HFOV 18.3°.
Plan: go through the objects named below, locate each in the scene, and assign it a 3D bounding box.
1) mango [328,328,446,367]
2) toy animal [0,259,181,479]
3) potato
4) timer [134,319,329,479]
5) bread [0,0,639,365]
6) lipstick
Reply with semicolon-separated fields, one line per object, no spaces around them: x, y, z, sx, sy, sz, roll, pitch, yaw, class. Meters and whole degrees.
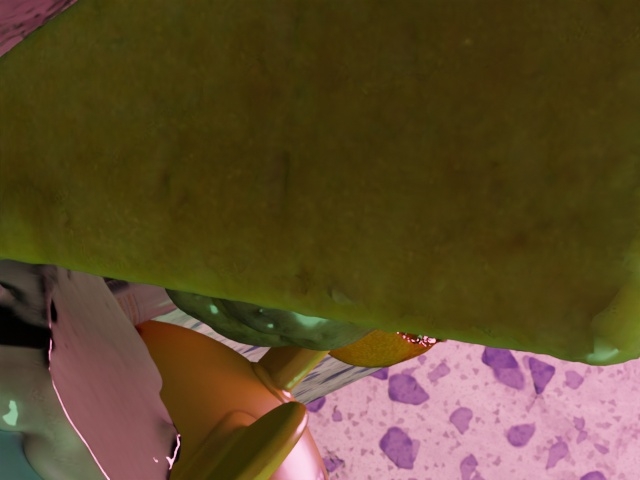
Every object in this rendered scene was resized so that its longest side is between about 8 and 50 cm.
0.063;0.043;1.766;0.177;0.120;0.295;-27;171;12;mango
-0.177;0.099;1.093;0.156;0.204;0.208;-25;-158;9;toy animal
-0.002;-0.005;1.287;0.200;0.137;0.154;-21;-159;-25;potato
-0.122;0.206;1.525;0.387;0.376;0.376;-39;167;19;timer
-0.002;-0.092;0.735;0.362;0.245;0.233;8;-171;27;bread
-0.168;0.054;1.464;0.141;0.040;0.040;-21;171;-20;lipstick
